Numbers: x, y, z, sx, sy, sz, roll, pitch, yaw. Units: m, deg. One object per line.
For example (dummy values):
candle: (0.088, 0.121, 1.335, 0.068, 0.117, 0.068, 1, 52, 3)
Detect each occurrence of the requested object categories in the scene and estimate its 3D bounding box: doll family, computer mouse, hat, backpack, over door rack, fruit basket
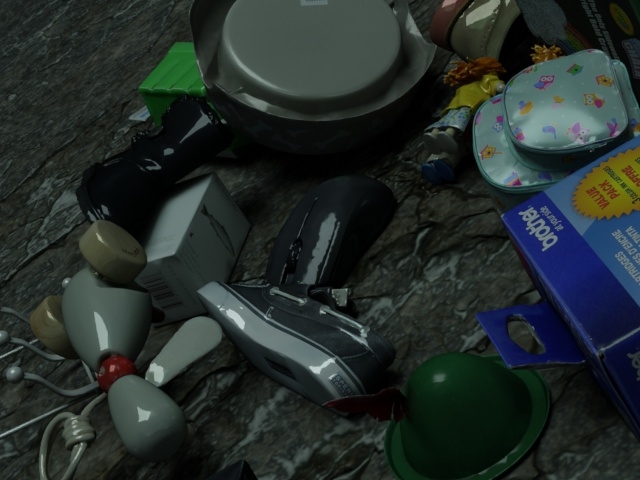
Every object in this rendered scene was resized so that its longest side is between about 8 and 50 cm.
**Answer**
doll family: (0.226, -0.165, 1.617, 0.263, 0.118, 0.163, 3, 47, 45)
computer mouse: (0.000, 0.000, 1.638, 0.188, 0.072, 0.272, -8, 37, 39)
hat: (0.101, 0.117, 1.234, 0.173, 0.184, 0.208, -30, 28, 5)
backpack: (0.258, -0.106, 1.444, 0.188, 0.144, 0.166, -20, 51, 17)
over door rack: (-0.427, 0.185, 1.743, 0.324, 0.108, 0.239, -36, 28, -5)
fruit basket: (-0.087, -0.263, 2.101, 0.353, 0.165, 0.327, -31, 24, -32)

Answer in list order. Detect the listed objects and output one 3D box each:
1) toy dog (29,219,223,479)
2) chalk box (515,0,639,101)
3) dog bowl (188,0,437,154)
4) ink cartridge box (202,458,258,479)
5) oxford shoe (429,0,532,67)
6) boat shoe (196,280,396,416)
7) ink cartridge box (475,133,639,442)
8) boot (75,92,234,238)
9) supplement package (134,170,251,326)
toy dog: (-0.213, 0.137, 1.553, 0.220, 0.161, 0.334, -36, 49, 31)
chalk box: (0.398, -0.278, 1.564, 0.179, 0.180, 0.289, -42, 31, -16)
dog bowl: (-0.012, -0.266, 1.874, 0.348, 0.102, 0.349, 2, 53, -2)
ink cartridge box: (-0.207, 0.333, 1.280, 0.332, 0.065, 0.165, -31, 6, 5)
oxford shoe: (0.310, -0.358, 1.798, 0.348, 0.123, 0.130, -46, 63, -3)
boat shoe: (-0.029, 0.095, 1.485, 0.102, 0.108, 0.301, -42, 32, -17)
ink cartridge box: (0.340, 0.018, 1.193, 0.395, 0.151, 0.270, -32, 28, 4)
boot: (-0.213, -0.097, 1.755, 0.207, 0.094, 0.246, -35, 22, 5)
supplement package: (-0.181, 0.010, 1.771, 0.105, 0.105, 0.179, -17, 33, 28)
